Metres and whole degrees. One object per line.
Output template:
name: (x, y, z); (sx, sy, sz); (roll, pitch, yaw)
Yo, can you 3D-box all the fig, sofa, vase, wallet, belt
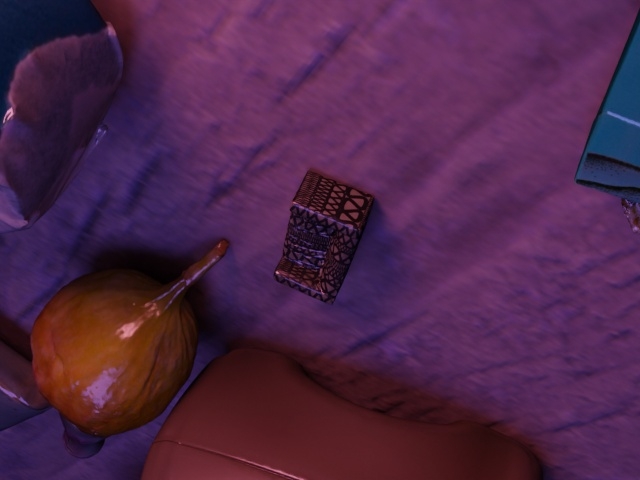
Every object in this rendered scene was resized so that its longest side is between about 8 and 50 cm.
fig: (-0.165, 0.078, 0.934); (0.159, 0.159, 0.257); (37, 124, -16)
sofa: (0.000, 0.000, 0.783); (0.060, 0.039, 0.118); (24, 146, 4)
vase: (-0.295, 0.228, 1.252); (0.086, 0.086, 0.214); (29, 151, -4)
wallet: (-0.499, 0.171, 1.299); (0.252, 0.083, 0.360); (39, 147, -15)
belt: (-0.360, -0.165, 0.686); (0.436, 0.173, 0.300); (31, 155, 0)

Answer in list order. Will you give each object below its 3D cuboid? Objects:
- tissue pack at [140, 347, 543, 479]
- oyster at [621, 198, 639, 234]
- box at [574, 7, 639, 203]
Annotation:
tissue pack: (0.010, 0.299, 0.969); (0.387, 0.277, 0.267); (18, 142, 11)
oyster: (0.229, -0.018, 0.625); (0.083, 0.019, 0.054); (22, 147, 3)
box: (0.239, -0.088, 0.504); (0.160, 0.042, 0.226); (20, 145, 11)
